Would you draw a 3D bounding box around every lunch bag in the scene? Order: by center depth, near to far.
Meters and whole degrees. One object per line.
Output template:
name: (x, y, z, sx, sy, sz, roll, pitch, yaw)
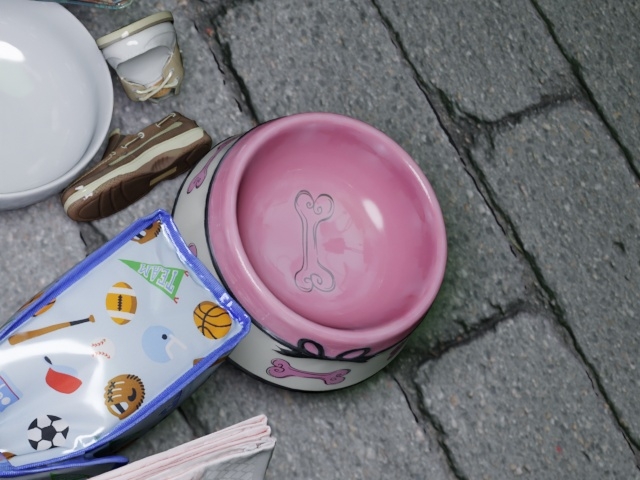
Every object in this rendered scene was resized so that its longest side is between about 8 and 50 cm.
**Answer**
lunch bag: (-0.314, 0.190, 1.425, 0.385, 0.328, 0.239, -38, 87, -33)

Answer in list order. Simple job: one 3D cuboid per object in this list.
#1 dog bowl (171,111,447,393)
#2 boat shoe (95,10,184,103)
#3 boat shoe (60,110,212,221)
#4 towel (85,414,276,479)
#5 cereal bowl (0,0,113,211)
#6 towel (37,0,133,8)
dog bowl: (0.000, 0.000, 1.637, 0.408, 0.150, 0.408, 9, 67, -22)
boat shoe: (-0.242, -0.257, 1.664, 0.113, 0.302, 0.103, -21, 95, 3)
boat shoe: (-0.284, -0.115, 1.705, 0.257, 0.095, 0.095, -31, 71, -37)
towel: (-0.214, 0.371, 1.405, 0.317, 0.332, 0.053, -17, 52, -30)
cereal bowl: (-0.468, -0.187, 1.608, 0.339, 0.141, 0.339, 9, 66, -22)
towel: (-0.441, -0.439, 1.681, 0.271, 0.040, 0.370, -3, 39, -26)
